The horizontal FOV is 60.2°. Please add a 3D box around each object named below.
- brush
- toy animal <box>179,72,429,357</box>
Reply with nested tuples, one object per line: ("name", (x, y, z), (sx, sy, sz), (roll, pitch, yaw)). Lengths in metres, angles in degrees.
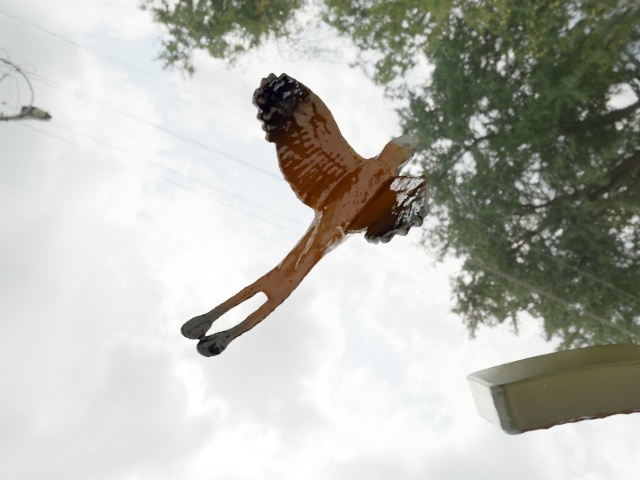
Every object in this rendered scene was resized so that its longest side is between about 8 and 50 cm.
("brush", (0.266, 0.154, 0.587), (0.197, 0.123, 0.059), (-10, -95, 0))
("toy animal", (0.013, -0.004, 0.665), (0.225, 0.284, 0.302), (42, -156, 21))
